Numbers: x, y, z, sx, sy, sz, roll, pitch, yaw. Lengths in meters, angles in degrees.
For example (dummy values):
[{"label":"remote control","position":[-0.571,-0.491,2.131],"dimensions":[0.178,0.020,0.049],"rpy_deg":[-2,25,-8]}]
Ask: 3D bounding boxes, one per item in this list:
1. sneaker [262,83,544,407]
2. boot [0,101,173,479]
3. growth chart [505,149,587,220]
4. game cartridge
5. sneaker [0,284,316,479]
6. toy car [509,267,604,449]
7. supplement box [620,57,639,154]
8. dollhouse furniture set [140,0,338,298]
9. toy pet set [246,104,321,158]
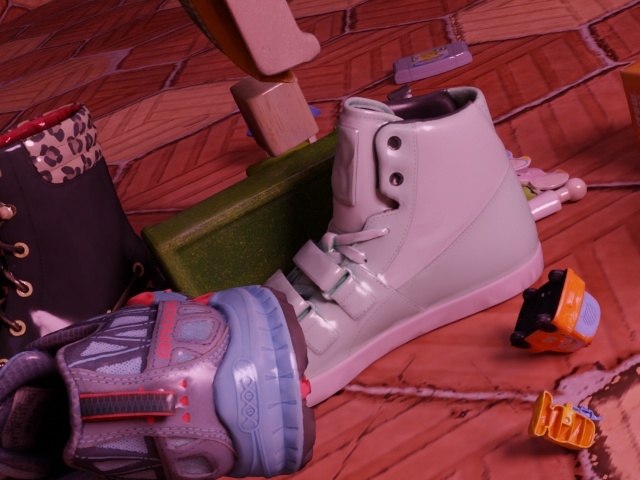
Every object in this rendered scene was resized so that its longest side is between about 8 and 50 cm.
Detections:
[{"label":"sneaker","position":[0.000,0.000,0.650],"dimensions":[0.255,0.151,0.094],"rpy_deg":[-26,25,-13]},{"label":"boot","position":[-0.197,0.035,0.691],"dimensions":[0.085,0.179,0.236],"rpy_deg":[2,29,41]},{"label":"growth chart","position":[0.075,-0.036,0.842],"dimensions":[0.172,0.021,0.237],"rpy_deg":[-27,26,-17]},{"label":"game cartridge","position":[0.117,-0.187,1.163],"dimensions":[0.083,0.017,0.056],"rpy_deg":[-16,26,8]},{"label":"sneaker","position":[-0.106,0.070,0.527],"dimensions":[0.125,0.104,0.262],"rpy_deg":[-3,-11,-26]},{"label":"toy car","position":[0.121,0.069,0.569],"dimensions":[0.040,0.060,0.122],"rpy_deg":[24,46,-7]},{"label":"supplement box","position":[0.292,-0.074,0.682],"dimensions":[0.080,0.078,0.233],"rpy_deg":[-27,23,-14]},{"label":"dollhouse furniture set","position":[-0.092,-0.107,0.737],"dimensions":[0.151,0.302,0.197],"rpy_deg":[-30,27,-8]},{"label":"toy pet set","position":[-0.007,-0.104,1.006],"dimensions":[0.122,0.065,0.114],"rpy_deg":[-29,24,-23]}]
